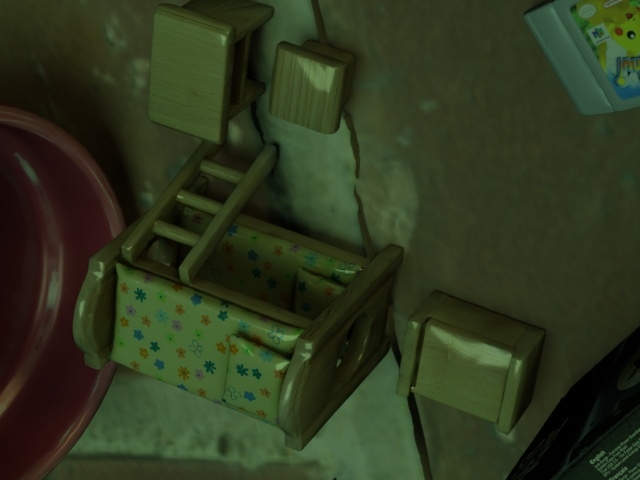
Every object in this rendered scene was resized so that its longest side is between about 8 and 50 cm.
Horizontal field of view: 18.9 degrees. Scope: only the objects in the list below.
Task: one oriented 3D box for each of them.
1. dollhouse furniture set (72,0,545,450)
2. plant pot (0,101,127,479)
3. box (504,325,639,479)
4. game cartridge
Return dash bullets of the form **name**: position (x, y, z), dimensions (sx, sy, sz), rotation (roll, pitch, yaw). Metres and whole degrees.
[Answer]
- **dollhouse furniture set**: position (0.000, 0.000, 0.815), dimensions (0.182, 0.101, 0.161), rotation (19, 124, 20)
- **plant pot**: position (-0.221, 0.017, 0.907), dimensions (0.180, 0.201, 0.201), rotation (17, 125, 39)
- **box**: position (0.148, 0.075, 0.743), dimensions (0.077, 0.147, 0.180), rotation (43, 129, 2)
- **game cartridge**: position (0.126, -0.082, 0.753), dimensions (0.083, 0.017, 0.056), rotation (-25, 106, 37)
